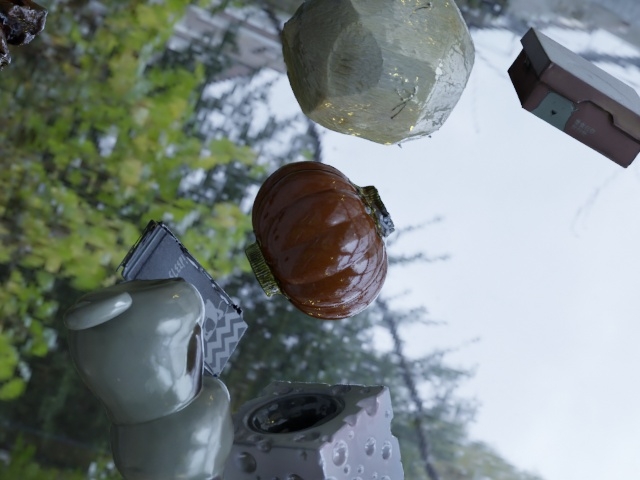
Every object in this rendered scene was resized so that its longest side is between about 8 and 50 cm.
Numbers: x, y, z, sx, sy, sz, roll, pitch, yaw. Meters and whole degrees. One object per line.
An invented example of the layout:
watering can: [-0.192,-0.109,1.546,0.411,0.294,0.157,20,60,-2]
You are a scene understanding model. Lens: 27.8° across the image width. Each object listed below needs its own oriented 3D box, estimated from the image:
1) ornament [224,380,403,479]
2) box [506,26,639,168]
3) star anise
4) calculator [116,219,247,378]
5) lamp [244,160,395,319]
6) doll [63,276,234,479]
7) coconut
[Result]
ornament: [-0.023,0.393,2.174,0.239,0.240,0.239,0,-71,32]
box: [0.408,-0.225,2.036,0.086,0.215,0.215,-56,-167,21]
star anise: [-0.466,-0.291,1.695,0.220,0.190,0.126,-59,177,-30]
calculator: [-0.238,0.105,2.270,0.028,0.274,0.165,-21,-153,39]
lamp: [0.000,0.000,1.722,0.196,0.223,0.223,-28,-150,0]
doll: [-0.254,0.212,1.974,0.215,0.370,0.226,-8,-156,33]
coconut: [0.099,-0.370,2.520,0.346,0.360,0.346,-59,-163,30]
